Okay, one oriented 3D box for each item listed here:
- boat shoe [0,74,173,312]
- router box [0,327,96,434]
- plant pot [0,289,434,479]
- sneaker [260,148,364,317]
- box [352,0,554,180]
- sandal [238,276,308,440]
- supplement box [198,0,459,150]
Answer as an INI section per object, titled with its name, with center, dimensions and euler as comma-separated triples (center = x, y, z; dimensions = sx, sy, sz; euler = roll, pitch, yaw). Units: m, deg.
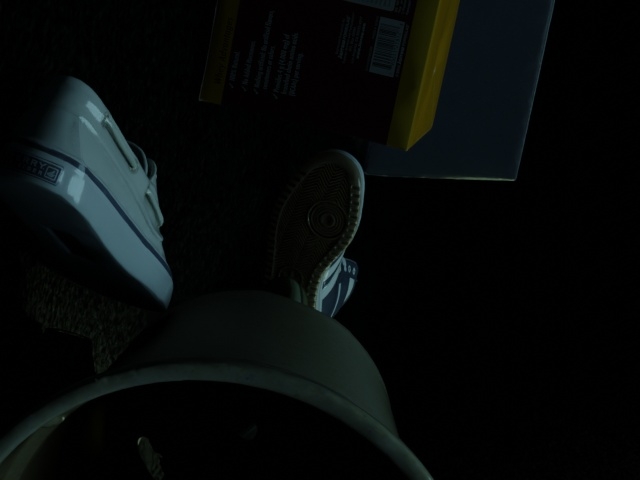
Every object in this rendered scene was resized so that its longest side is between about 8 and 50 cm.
[boat shoe]
center = -0.150, -0.027, 1.156
dimensions = 0.267, 0.096, 0.088
euler = 61, 48, -65
[router box]
center = -0.202, 0.139, 1.242
dimensions = 0.092, 0.038, 0.122
euler = 92, 15, -51
[plant pot]
center = -0.064, 0.185, 1.169
dimensions = 0.305, 0.333, 0.334
euler = -81, -178, -73
[sneaker]
center = 0.000, 0.000, 2.025
dimensions = 0.153, 0.099, 0.282
euler = -48, 158, -61
[box]
center = 0.122, -0.263, 1.841
dimensions = 0.294, 0.182, 0.296
euler = -107, -158, -57
[sandal]
center = -0.077, 0.129, 1.837
dimensions = 0.120, 0.086, 0.303
euler = -41, -158, 20
[supplement box]
center = 0.016, -0.201, 1.525
dimensions = 0.129, 0.194, 0.191
euler = -43, 146, -71
